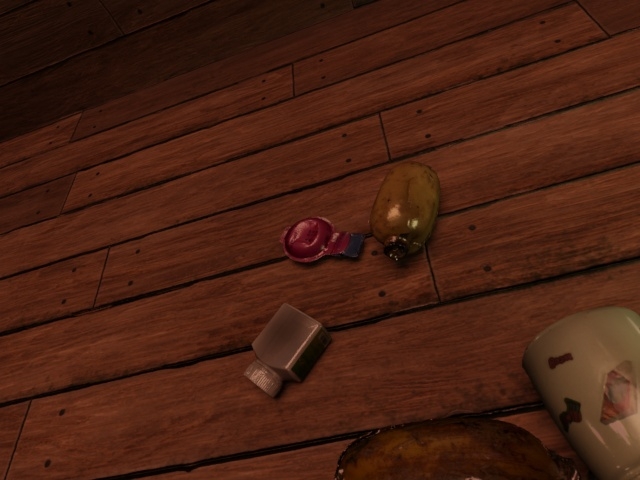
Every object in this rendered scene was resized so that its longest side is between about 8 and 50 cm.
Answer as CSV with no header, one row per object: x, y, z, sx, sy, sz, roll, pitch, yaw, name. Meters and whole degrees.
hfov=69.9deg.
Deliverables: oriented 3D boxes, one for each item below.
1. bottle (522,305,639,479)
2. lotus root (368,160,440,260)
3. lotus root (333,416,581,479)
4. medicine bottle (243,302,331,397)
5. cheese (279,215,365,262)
0.484,0.295,0.683,0.229,0.229,0.352,-22,42,6,bottle
0.210,-0.073,1.135,0.160,0.146,0.284,24,57,-6,lotus root
0.206,0.397,0.752,0.397,0.179,0.196,-11,53,17,lotus root
-0.084,0.255,1.048,0.132,0.088,0.188,25,67,36,medicine bottle
0.000,0.000,1.231,0.244,0.062,0.155,8,59,27,cheese
